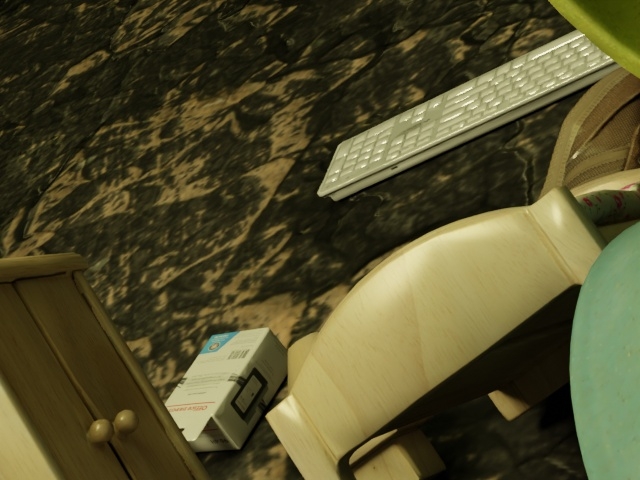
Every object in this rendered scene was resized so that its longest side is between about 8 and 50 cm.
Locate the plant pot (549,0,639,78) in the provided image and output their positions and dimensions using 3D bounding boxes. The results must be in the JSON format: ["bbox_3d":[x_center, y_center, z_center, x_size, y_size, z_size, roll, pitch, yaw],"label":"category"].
[{"bbox_3d":[0.291,-0.285,0.817,0.366,0.366,0.353,-15,21,39],"label":"plant pot"}]

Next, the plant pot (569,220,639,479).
[{"bbox_3d":[0.215,0.020,0.460,0.255,0.271,0.272,-34,21,40],"label":"plant pot"}]

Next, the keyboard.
[{"bbox_3d":[0.111,-0.092,1.056,0.256,0.014,0.072,-24,28,24],"label":"keyboard"}]

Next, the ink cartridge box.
[{"bbox_3d":[-0.055,0.087,0.940,0.048,0.028,0.083,-11,35,44],"label":"ink cartridge box"}]

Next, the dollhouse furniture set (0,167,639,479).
[{"bbox_3d":[0.000,0.000,0.648,0.355,0.174,0.303,-39,-13,22],"label":"dollhouse furniture set"}]

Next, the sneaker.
[{"bbox_3d":[0.140,-0.006,0.834,0.071,0.066,0.188,12,56,37],"label":"sneaker"}]
